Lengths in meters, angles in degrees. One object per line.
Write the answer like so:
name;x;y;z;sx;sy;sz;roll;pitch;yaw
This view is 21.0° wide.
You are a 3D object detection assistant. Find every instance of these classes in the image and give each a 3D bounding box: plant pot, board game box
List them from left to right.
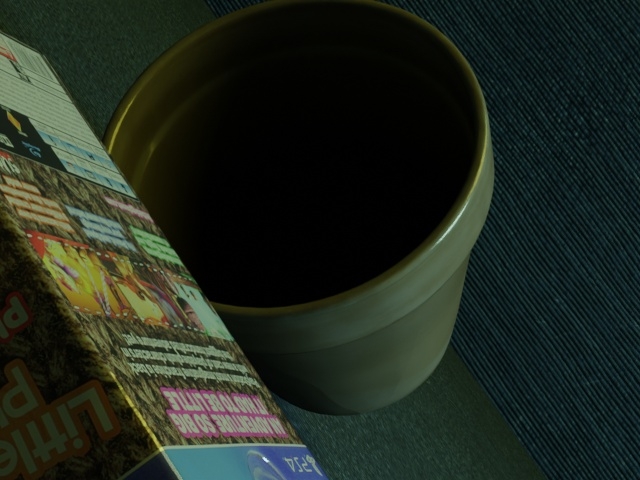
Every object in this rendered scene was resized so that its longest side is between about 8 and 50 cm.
board game box;-0.152;0.039;0.792;0.291;0.141;0.232;55;8;14
plant pot;0.000;0.000;1.472;0.323;0.323;0.280;58;-7;35
